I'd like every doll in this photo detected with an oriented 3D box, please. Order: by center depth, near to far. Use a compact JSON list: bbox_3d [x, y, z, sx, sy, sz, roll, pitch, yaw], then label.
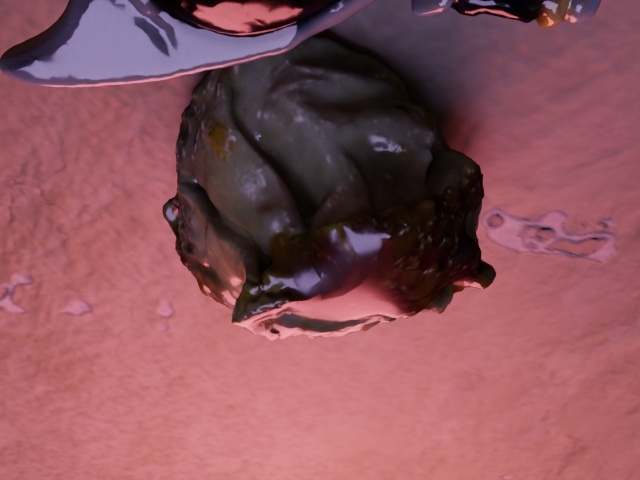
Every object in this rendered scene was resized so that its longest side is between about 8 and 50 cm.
[{"bbox_3d":[0.002,-0.147,0.502,0.316,0.103,0.145,-1,144,4],"label":"doll"}]

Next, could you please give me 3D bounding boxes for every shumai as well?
[{"bbox_3d":[-0.003,0.004,0.649,0.184,0.142,0.184,4,136,4],"label":"shumai"}]
